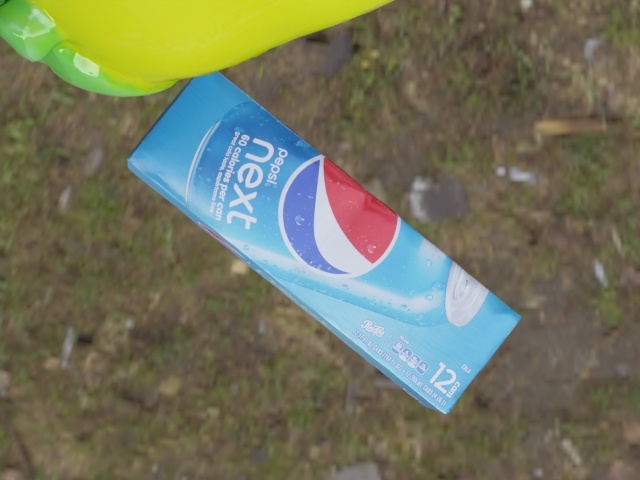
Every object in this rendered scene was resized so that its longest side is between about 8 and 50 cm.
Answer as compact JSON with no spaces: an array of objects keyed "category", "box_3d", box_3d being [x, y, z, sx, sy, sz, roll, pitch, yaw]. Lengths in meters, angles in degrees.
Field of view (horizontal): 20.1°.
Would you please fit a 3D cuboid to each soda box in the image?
[{"category":"soda box","box_3d":[0.000,0.000,0.945,0.210,0.071,0.067,38,85,-4]}]

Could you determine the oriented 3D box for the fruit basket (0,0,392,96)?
[{"category":"fruit basket","box_3d":[0.050,-0.201,0.598,0.283,0.392,0.392,10,132,-37]}]
